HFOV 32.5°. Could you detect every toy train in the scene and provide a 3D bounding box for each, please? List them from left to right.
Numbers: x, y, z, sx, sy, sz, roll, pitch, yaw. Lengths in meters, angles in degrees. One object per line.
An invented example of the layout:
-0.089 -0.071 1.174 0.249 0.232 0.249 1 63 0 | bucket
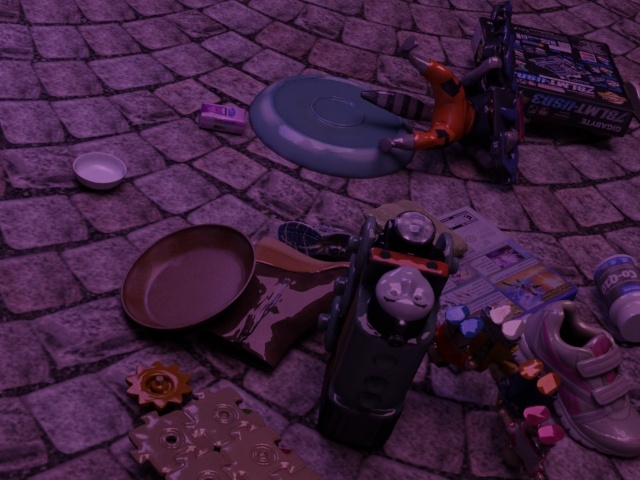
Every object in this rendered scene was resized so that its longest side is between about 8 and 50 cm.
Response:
0.077 0.114 1.371 0.142 0.334 0.190 13 51 -5 | toy train

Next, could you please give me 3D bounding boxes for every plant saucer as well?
-0.180 0.057 1.528 0.199 0.036 0.198 -11 43 10 | plant saucer
0.027 -0.223 2.018 0.318 0.043 0.317 10 36 -7 | plant saucer

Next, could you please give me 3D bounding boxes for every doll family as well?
0.249 0.184 1.450 0.118 0.163 0.263 -28 71 -21 | doll family

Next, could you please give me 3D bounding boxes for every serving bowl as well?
-0.350 -0.105 1.737 0.083 0.027 0.083 10 36 -8 | serving bowl

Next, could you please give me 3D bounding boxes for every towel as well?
0.146 -0.013 1.696 0.110 0.027 0.148 -21 49 -38 | towel

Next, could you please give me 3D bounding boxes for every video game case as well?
0.219 0.066 1.691 0.269 0.061 0.244 -20 47 -38 | video game case

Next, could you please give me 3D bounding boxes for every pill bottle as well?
0.488 0.092 1.740 0.078 0.078 0.137 7 37 -11 | pill bottle

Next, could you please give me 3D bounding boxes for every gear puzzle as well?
-0.136 0.262 1.330 0.175 0.044 0.339 -21 47 -37 | gear puzzle

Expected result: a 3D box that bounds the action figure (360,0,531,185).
0.254 -0.273 2.004 0.330 0.341 0.178 12 -11 -37 | action figure

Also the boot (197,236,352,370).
-0.026 0.111 1.550 0.248 0.090 0.207 22 49 7 | boot

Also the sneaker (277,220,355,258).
0.000 0.000 1.716 0.135 0.052 0.058 14 12 12 | sneaker

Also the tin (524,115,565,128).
0.427 -0.288 2.252 0.190 0.040 0.106 35 37 24 | tin

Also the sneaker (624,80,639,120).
0.700 -0.290 2.342 0.070 0.051 0.134 1 42 -22 | sneaker

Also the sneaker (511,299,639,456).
0.371 0.188 1.521 0.252 0.111 0.103 49 45 12 | sneaker

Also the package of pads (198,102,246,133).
-0.173 -0.217 1.945 0.083 0.032 0.050 8 34 -9 | package of pads

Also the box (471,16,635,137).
0.468 -0.339 2.244 0.295 0.073 0.293 10 37 -7 | box
